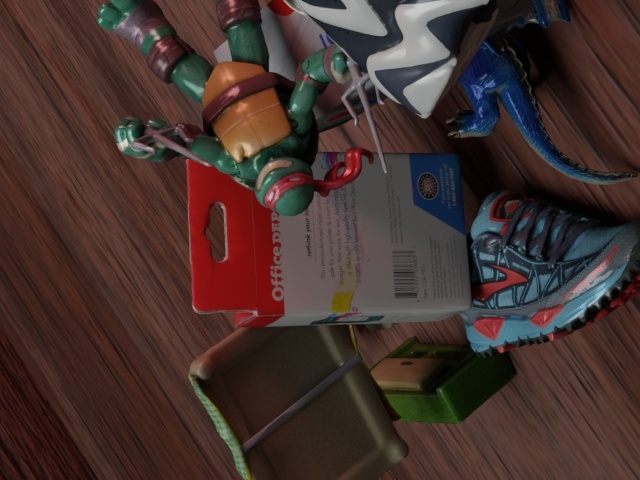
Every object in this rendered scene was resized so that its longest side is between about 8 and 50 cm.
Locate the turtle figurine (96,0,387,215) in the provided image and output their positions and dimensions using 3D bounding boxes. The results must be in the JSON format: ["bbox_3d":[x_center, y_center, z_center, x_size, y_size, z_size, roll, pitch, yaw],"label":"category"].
[{"bbox_3d":[-0.055,-0.095,0.848,0.234,0.175,0.118,59,171,27],"label":"turtle figurine"}]

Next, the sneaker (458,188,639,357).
[{"bbox_3d":[0.169,0.016,1.007,0.125,0.104,0.262,61,152,1],"label":"sneaker"}]

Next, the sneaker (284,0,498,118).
[{"bbox_3d":[0.046,-0.194,0.681,0.153,0.094,0.235,32,138,6],"label":"sneaker"}]

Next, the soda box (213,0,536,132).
[{"bbox_3d":[0.026,-0.151,0.909,0.286,0.091,0.098,-22,92,63],"label":"soda box"}]

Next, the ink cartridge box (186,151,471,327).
[{"bbox_3d":[0.000,0.000,1.028,0.078,0.231,0.134,144,124,-70],"label":"ink cartridge box"}]

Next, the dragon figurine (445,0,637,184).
[{"bbox_3d":[0.124,-0.158,0.929,0.289,0.085,0.144,49,151,21],"label":"dragon figurine"}]

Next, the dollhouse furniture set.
[{"bbox_3d":[0.002,0.120,1.161,0.151,0.301,0.197,-5,115,57],"label":"dollhouse furniture set"}]
